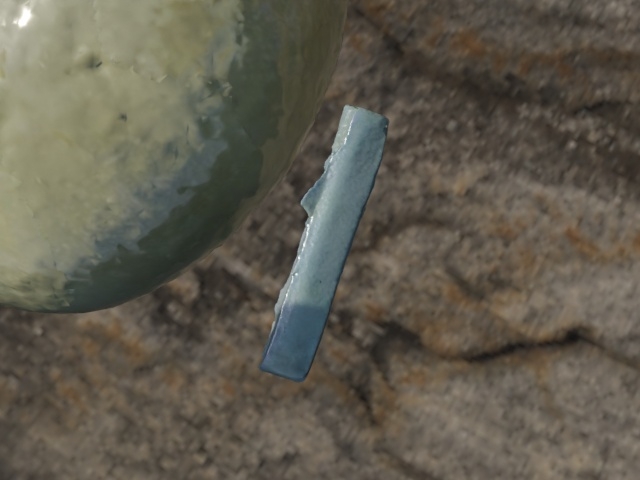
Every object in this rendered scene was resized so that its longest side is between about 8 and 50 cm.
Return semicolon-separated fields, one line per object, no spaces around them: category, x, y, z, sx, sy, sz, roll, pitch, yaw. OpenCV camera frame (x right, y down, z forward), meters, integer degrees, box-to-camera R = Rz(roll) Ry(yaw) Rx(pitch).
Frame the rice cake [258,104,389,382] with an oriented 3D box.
rice cake;0.000;0.000;0.978;0.042;0.180;0.030;19;176;-9

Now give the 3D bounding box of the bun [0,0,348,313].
bun;-0.099;-0.084;0.519;0.222;0.222;0.127;-2;156;33
